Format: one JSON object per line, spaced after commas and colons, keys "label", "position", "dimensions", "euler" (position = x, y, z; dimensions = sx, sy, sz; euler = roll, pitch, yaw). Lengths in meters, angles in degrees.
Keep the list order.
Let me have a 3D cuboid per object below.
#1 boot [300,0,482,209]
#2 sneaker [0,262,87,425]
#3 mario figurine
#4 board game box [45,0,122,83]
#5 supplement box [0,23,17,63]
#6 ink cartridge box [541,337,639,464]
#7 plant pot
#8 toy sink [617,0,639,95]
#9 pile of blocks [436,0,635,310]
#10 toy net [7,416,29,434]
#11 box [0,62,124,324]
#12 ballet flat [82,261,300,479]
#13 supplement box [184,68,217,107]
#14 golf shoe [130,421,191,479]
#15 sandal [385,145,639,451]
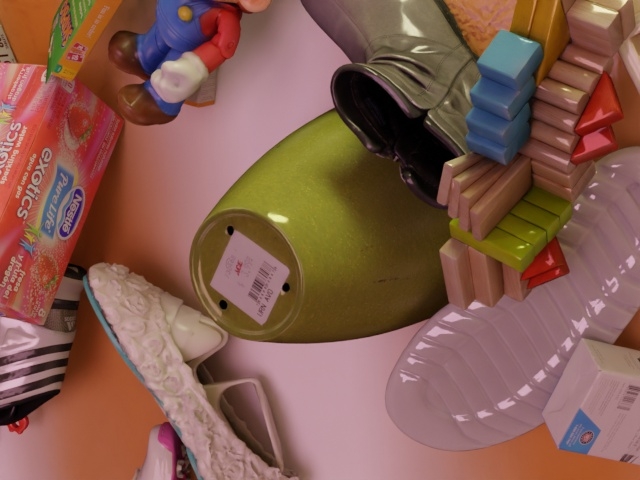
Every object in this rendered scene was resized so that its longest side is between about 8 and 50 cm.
{"label": "boot", "position": [0.070, -0.185, 1.211], "dimensions": [0.338, 0.222, 0.118], "euler": [41, 121, 15]}
{"label": "sneaker", "position": [-0.544, 0.131, 1.652], "dimensions": [0.447, 0.169, 0.258], "euler": [8, 88, 26]}
{"label": "mario figurine", "position": [-0.152, -0.277, 1.295], "dimensions": [0.198, 0.170, 0.320], "euler": [49, 127, 5]}
{"label": "board game box", "position": [-0.258, -0.301, 1.375], "dimensions": [0.259, 0.039, 0.124], "euler": [-44, 37, 36]}
{"label": "supplement box", "position": [-0.513, -0.240, 1.529], "dimensions": [0.073, 0.239, 0.130], "euler": [-21, 92, 33]}
{"label": "ink cartridge box", "position": [0.336, 0.175, 1.217], "dimensions": [0.180, 0.060, 0.104], "euler": [14, 116, -17]}
{"label": "plant pot", "position": [0.000, 0.000, 1.260], "dimensions": [0.274, 0.293, 0.275], "euler": [8, 106, 28]}
{"label": "toy sink", "position": [0.326, -0.262, 1.084], "dimensions": [0.131, 0.153, 0.234], "euler": [-26, 88, 32]}
{"label": "pile of blocks", "position": [0.199, -0.079, 1.055], "dimensions": [0.112, 0.149, 0.362], "euler": [28, 127, 33]}
{"label": "toy net", "position": [-0.493, 0.260, 1.769], "dimensions": [0.122, 0.045, 0.232], "euler": [46, 122, 10]}
{"label": "box", "position": [-0.392, -0.062, 1.480], "dimensions": [0.154, 0.142, 0.300], "euler": [8, 70, 29]}
{"label": "ballet flat", "position": [-0.151, 0.187, 1.516], "dimensions": [0.147, 0.147, 0.409], "euler": [-30, 90, 33]}
{"label": "supplement box", "position": [-0.161, -0.220, 1.448], "dimensions": [0.062, 0.036, 0.098], "euler": [17, 111, 26]}
{"label": "golf shoe", "position": [-0.251, 0.386, 1.596], "dimensions": [0.140, 0.115, 0.306], "euler": [8, 108, 0]}
{"label": "sandal", "position": [0.242, 0.072, 1.260], "dimensions": [0.169, 0.102, 0.416], "euler": [43, 108, -3]}
